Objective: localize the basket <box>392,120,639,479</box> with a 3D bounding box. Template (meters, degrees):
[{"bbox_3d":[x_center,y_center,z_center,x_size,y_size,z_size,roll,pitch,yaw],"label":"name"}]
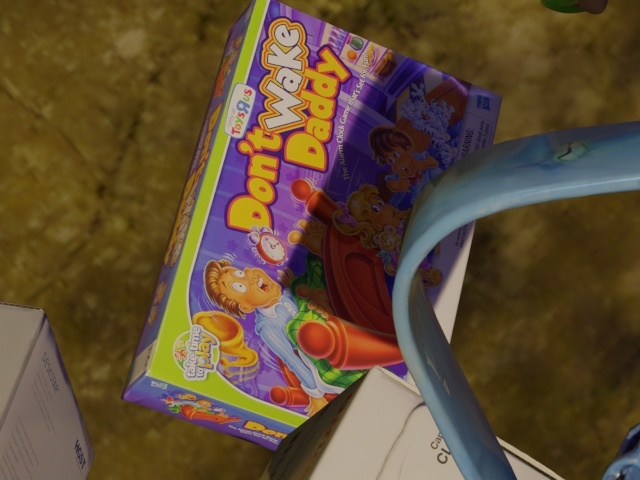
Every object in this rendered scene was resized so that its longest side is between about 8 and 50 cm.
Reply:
[{"bbox_3d":[0.175,0.081,0.391,0.255,0.201,0.289,-12,117,19],"label":"basket"}]

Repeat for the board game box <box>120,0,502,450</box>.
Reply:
[{"bbox_3d":[0.000,0.000,1.394,0.233,0.347,0.078,21,155,-15],"label":"board game box"}]

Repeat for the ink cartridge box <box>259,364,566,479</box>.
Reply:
[{"bbox_3d":[0.027,0.162,0.835,0.128,0.127,0.176,-60,-177,-22],"label":"ink cartridge box"}]

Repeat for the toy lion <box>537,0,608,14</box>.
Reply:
[{"bbox_3d":[0.163,-0.210,1.291,0.100,0.096,0.034,47,60,-25],"label":"toy lion"}]

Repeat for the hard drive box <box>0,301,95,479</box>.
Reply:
[{"bbox_3d":[-0.231,0.180,1.078,0.181,0.089,0.232,83,19,-51],"label":"hard drive box"}]
